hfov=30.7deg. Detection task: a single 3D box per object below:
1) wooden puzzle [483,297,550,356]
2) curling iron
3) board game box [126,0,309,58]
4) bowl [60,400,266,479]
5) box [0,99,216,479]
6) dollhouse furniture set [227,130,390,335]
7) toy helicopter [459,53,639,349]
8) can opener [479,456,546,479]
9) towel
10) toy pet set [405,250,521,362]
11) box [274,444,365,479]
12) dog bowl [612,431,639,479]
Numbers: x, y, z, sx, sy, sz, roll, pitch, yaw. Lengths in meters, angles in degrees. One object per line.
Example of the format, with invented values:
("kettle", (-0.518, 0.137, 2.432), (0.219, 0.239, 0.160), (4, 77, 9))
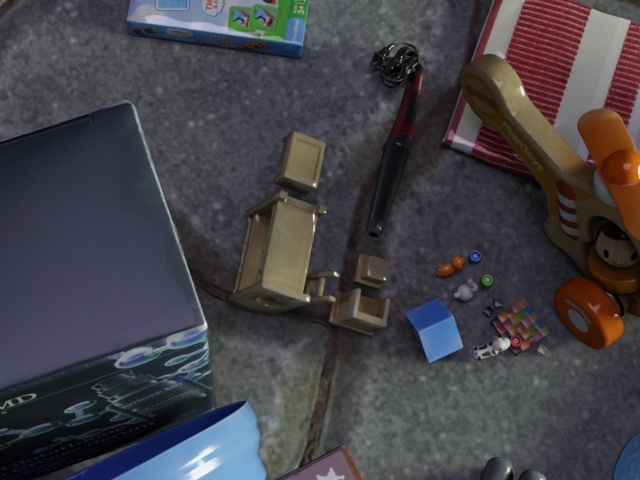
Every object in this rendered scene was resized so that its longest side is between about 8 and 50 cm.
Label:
("wooden puzzle", (0.224, 0.097, 1.316), (0.049, 0.006, 0.083), (-32, 76, -14))
("curling iron", (0.077, -0.117, 1.340), (0.068, 0.035, 0.274), (15, 60, -9))
("board game box", (-0.116, -0.312, 1.414), (0.211, 0.039, 0.160), (7, 71, -1))
("bowl", (-0.225, 0.260, 1.036), (0.391, 0.391, 0.077), (-25, 88, -12))
("box", (-0.266, 0.080, 1.083), (0.293, 0.395, 0.212), (-18, 73, -9))
("dollhouse furniture set", (0.000, 0.000, 1.308), (0.161, 0.101, 0.182), (20, 69, -23))
("toy helicopter", (0.272, -0.065, 1.255), (0.140, 0.235, 0.355), (-34, 77, -14))
("can opener", (0.149, 0.345, 1.166), (0.076, 0.095, 0.283), (18, 66, 20))
("towel", (0.335, -0.159, 1.398), (0.329, 0.037, 0.237), (20, 73, 4))
("toy pet set", (0.152, 0.077, 1.283), (0.114, 0.065, 0.122), (-23, 74, -6))
("box", (-0.018, 0.320, 1.121), (0.167, 0.203, 0.168), (-25, 74, -11))
("dog bowl", (0.447, 0.219, 1.256), (0.166, 0.074, 0.297), (42, 74, 10))
